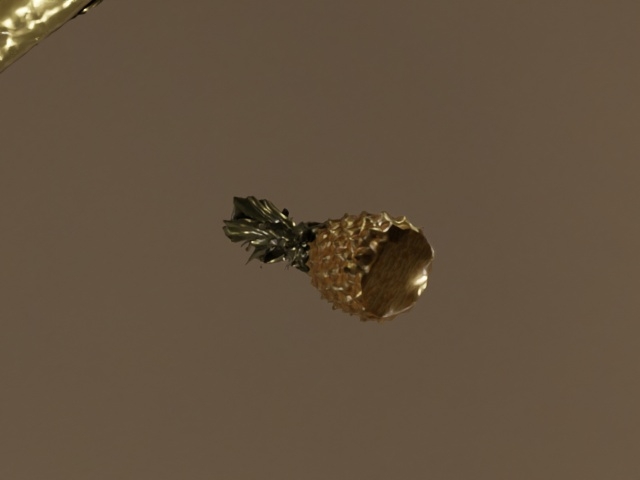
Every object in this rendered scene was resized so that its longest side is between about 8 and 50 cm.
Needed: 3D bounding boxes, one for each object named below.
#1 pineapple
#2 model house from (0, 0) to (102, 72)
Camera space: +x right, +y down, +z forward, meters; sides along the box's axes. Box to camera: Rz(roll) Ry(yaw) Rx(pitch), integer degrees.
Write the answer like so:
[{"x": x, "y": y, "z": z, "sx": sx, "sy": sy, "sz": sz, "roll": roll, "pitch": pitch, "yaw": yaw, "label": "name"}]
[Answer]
[{"x": 0.000, "y": 0.000, "z": 0.698, "sx": 0.058, "sy": 0.124, "sz": 0.058, "roll": -17, "pitch": -62, "yaw": -35, "label": "pineapple"}, {"x": -0.216, "y": -0.287, "z": 0.831, "sx": 0.282, "sy": 0.297, "sz": 0.317, "roll": -91, "pitch": -22, "yaw": -45, "label": "model house"}]
